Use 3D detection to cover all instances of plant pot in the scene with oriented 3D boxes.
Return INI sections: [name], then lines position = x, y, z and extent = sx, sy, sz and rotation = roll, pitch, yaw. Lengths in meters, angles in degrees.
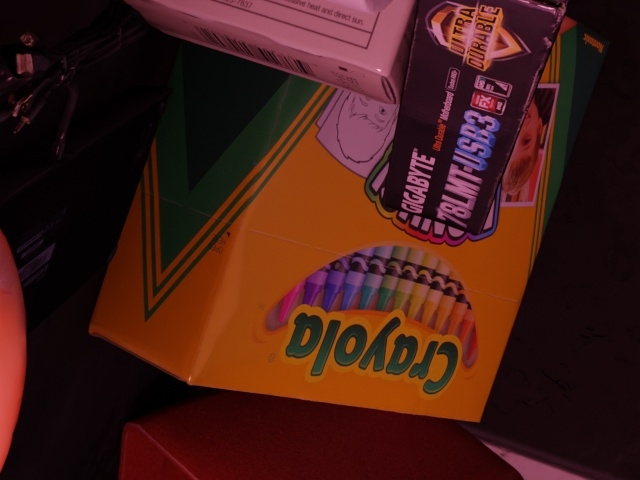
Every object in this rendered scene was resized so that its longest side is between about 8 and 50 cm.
[plant pot]
position = 0.011, 0.251, 1.249
extent = 0.236, 0.267, 0.267
rotation = -30, 146, -37

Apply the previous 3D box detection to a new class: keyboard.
[keyboard]
position = -0.140, -0.026, 0.751
extent = 0.317, 0.033, 0.201
rotation = -53, 166, -67

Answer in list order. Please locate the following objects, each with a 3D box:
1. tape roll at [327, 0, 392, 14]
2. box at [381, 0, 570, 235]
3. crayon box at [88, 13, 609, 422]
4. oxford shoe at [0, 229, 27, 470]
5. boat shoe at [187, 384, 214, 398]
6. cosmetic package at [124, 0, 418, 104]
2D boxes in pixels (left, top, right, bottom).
[tape roll]
position = -0.022, -0.226, 0.596
extent = 0.246, 0.169, 0.246
rotation = 19, 90, -81
[box]
position = 0.117, -0.185, 0.828
extent = 0.293, 0.073, 0.295
rotation = 92, 17, -72
[crayon box]
position = 0.038, -0.046, 1.089
extent = 0.363, 0.106, 0.313
rotation = 15, 93, -54
[oxford shoe]
position = -0.214, 0.137, 0.459
extent = 0.133, 0.130, 0.363
rotation = 3, 116, -47
[boat shoe]
position = -0.009, -0.002, 1.370
extent = 0.367, 0.136, 0.156
rotation = -53, 159, -36
[cosmetic package]
position = 0.016, -0.246, 0.842
extent = 0.113, 0.160, 0.309
rotation = 34, 75, -83
